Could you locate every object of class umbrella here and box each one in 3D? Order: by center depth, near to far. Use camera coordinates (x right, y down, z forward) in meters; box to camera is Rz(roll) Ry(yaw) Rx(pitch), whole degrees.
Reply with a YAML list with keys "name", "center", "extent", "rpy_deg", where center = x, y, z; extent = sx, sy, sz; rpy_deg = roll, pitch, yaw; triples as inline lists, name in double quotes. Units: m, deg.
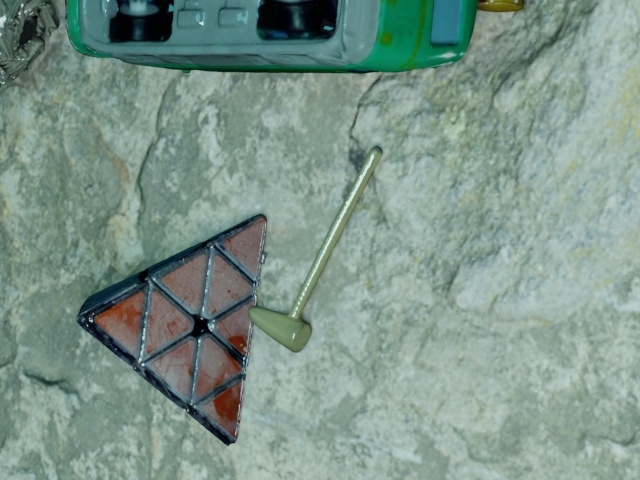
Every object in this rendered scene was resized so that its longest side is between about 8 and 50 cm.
- name: "umbrella"
  center: [-0.408, -0.263, 1.952]
  extent: [0.357, 0.106, 0.113]
  rpy_deg: [29, 80, 31]

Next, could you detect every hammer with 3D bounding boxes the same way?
- name: "hammer"
  center: [0.000, 0.000, 1.749]
  extent: [0.060, 0.028, 0.195]
  rpy_deg: [32, 100, 29]

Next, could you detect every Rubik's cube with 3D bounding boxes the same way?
- name: "Rubik's cube"
  center: [-0.156, 0.094, 1.817]
  extent: [0.178, 0.211, 0.190]
  rpy_deg: [8, 117, 52]

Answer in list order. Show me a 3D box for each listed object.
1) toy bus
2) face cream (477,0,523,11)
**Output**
- name: "toy bus"
  center: [-0.032, -0.229, 1.652]
  extent: [0.343, 0.199, 0.184]
  rpy_deg: [6, 92, 43]
- name: "face cream"
  center: [0.150, -0.281, 1.655]
  extent: [0.072, 0.051, 0.182]
  rpy_deg: [3, 90, 30]
